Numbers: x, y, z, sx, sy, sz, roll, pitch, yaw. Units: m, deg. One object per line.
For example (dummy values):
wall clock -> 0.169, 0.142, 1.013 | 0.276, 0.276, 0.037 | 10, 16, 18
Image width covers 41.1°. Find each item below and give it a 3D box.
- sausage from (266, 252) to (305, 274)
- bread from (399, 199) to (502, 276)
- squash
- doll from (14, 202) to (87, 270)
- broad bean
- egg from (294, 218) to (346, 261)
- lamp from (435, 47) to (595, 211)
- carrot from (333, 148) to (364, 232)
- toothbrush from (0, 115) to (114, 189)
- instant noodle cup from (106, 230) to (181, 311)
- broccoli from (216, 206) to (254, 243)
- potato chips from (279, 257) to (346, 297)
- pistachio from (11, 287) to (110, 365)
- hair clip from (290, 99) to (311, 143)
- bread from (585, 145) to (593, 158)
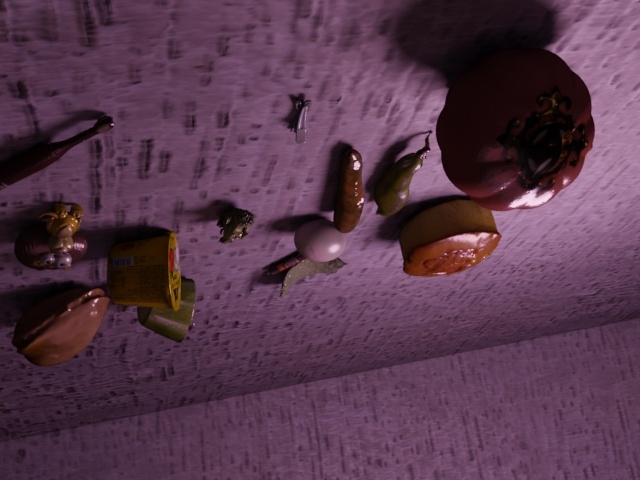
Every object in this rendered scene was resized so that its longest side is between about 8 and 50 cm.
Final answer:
sausage -> -0.067, 0.048, 2.235 | 0.198, 0.025, 0.028 | -29, 134, 32
bread -> 0.328, 0.002, 2.188 | 0.269, 0.148, 0.270 | -12, 158, -5
squash -> -0.389, 0.169, 2.176 | 0.122, 0.170, 0.170 | 15, 146, -28
doll -> -0.554, 0.000, 1.750 | 0.145, 0.096, 0.188 | -14, 149, -20
broad bean -> 0.174, -0.127, 1.895 | 0.075, 0.067, 0.325 | -15, 162, -20
egg -> 0.000, 0.000, 2.051 | 0.135, 0.103, 0.103 | 2, 154, -32
lamp -> 0.349, -0.207, 1.574 | 0.305, 0.306, 0.239 | -7, -158, -19
carrot -> 0.067, -0.110, 1.883 | 0.070, 0.070, 0.342 | -11, 155, -7
toothbrush -> -0.512, -0.138, 1.507 | 0.363, 0.041, 0.041 | -22, 157, 20
instant noodle cup -> -0.398, 0.072, 1.922 | 0.144, 0.182, 0.182 | -2, 158, -1
broccoli -> -0.189, -0.030, 1.891 | 0.096, 0.092, 0.095 | 0, 148, 14
potato chips -> -0.027, 0.089, 2.318 | 0.228, 0.059, 0.167 | -27, 161, 19
pistachio -> -0.634, 0.206, 2.126 | 0.260, 0.163, 0.213 | -29, 177, 4
hair clip -> -0.034, -0.222, 1.584 | 0.030, 0.039, 0.115 | -15, 156, -11
bread -> 0.453, -0.201, 1.809 | 0.244, 0.123, 0.190 | -18, 156, 7
